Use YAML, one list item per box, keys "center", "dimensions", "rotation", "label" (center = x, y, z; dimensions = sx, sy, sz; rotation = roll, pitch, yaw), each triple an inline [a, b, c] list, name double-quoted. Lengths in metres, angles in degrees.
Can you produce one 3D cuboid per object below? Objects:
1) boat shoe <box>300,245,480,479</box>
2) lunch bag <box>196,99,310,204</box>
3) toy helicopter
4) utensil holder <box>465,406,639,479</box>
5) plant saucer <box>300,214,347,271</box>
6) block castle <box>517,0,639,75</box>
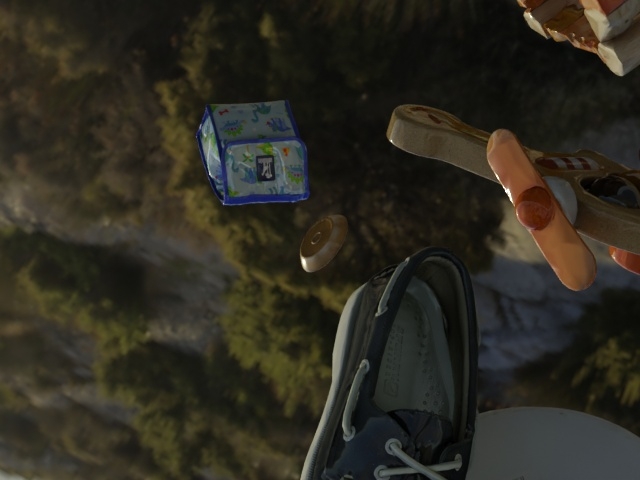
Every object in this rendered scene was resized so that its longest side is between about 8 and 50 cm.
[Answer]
- center: [0.056, 0.137, 0.880]
  dimensions: [0.114, 0.302, 0.091]
  rotation: [19, 142, -23]
  label: "boat shoe"
- center: [-0.093, -0.117, 1.753]
  dimensions: [0.129, 0.151, 0.096]
  rotation: [-5, 151, -21]
  label: "lunch bag"
- center: [0.219, -0.059, 1.280]
  dimensions: [0.355, 0.235, 0.140]
  rotation: [24, 118, 23]
  label: "toy helicopter"
- center: [0.199, 0.361, 0.981]
  dimensions: [0.328, 0.327, 0.385]
  rotation: [8, 146, 37]
  label: "utensil holder"
- center: [0.000, 0.000, 1.557]
  dimensions: [0.015, 0.083, 0.083]
  rotation: [35, 156, -28]
  label: "plant saucer"
- center: [0.324, -0.458, 1.588]
  dimensions: [0.453, 0.213, 0.303]
  rotation: [54, 178, -28]
  label: "block castle"
